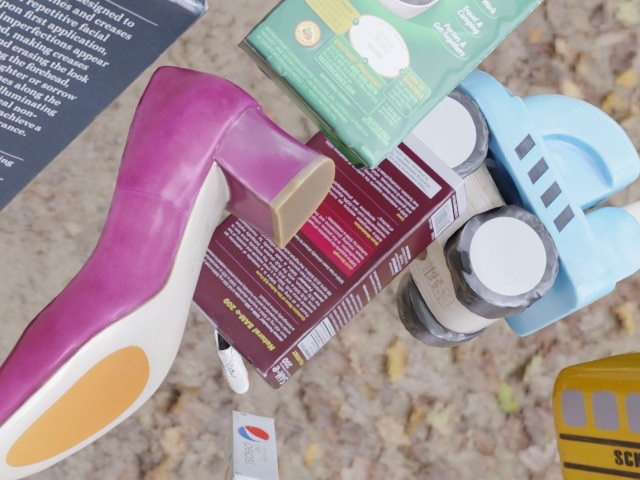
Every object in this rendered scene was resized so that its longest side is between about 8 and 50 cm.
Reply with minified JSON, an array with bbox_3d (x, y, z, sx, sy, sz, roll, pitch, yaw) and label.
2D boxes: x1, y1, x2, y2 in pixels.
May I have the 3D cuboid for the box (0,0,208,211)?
[{"bbox_3d":[-0.301,-0.218,1.027,0.212,0.395,0.293,23,44,-37],"label":"box"}]

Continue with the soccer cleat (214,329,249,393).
[{"bbox_3d":[-0.105,0.138,1.438,0.029,0.035,0.083,-19,79,1],"label":"soccer cleat"}]

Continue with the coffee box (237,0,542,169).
[{"bbox_3d":[0.054,-0.144,0.757,0.113,0.040,0.184,45,83,-9],"label":"coffee box"}]

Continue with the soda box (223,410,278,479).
[{"bbox_3d":[-0.111,0.350,1.948,0.074,0.216,0.069,13,108,-9],"label":"soda box"}]

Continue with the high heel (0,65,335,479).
[{"bbox_3d":[-0.109,0.006,0.606,0.244,0.117,0.082,-48,157,-23],"label":"high heel"}]

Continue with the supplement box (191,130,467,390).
[{"bbox_3d":[0.000,0.000,1.084,0.239,0.130,0.073,-43,161,-7],"label":"supplement box"}]

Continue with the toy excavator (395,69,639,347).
[{"bbox_3d":[0.306,-0.019,1.352,0.445,0.222,0.433,-25,81,-18],"label":"toy excavator"}]

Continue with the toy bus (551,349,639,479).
[{"bbox_3d":[0.289,0.135,0.745,0.108,0.333,0.130,-7,89,-29],"label":"toy bus"}]
